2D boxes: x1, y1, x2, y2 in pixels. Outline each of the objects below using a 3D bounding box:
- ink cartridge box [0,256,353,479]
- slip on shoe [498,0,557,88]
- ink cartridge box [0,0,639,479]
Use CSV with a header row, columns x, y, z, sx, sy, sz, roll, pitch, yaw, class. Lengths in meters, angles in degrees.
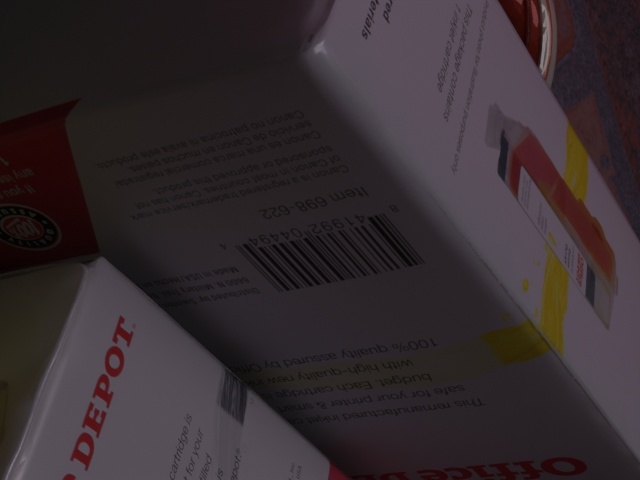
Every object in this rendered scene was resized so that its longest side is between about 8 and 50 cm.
x,y,z,sx,sy,sz,roll,pitch,yaw,class
-0.099,0.171,0.626,0.283,0.117,0.207,48,44,-39,ink cartridge box
0.155,-0.260,1.165,0.101,0.123,0.331,-7,92,-25,slip on shoe
0.000,0.000,0.683,0.385,0.279,0.160,49,43,-39,ink cartridge box
